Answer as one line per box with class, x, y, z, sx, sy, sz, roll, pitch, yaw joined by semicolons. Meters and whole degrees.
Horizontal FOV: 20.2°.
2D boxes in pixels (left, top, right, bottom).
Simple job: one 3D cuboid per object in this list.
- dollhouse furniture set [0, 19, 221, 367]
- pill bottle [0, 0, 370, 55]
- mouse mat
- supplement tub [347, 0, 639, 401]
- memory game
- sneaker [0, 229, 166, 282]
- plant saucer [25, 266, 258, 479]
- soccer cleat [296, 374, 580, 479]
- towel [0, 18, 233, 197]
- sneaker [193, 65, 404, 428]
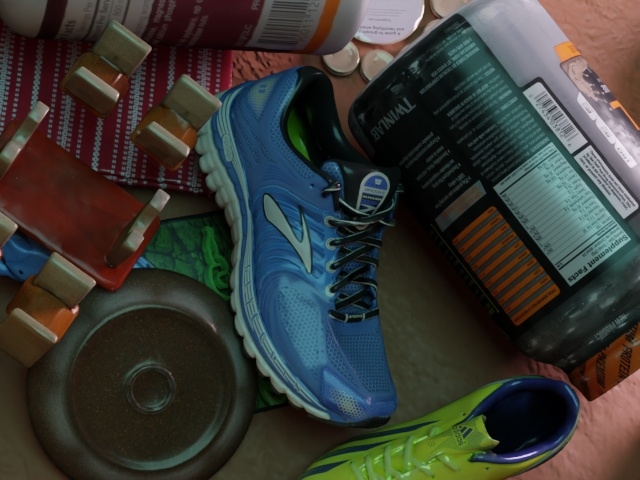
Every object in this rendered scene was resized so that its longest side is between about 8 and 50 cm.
dollhouse furniture set;-0.253;-0.061;1.472;0.259;0.135;0.262;36;61;-8
pill bottle;-0.163;-0.279;1.546;0.392;0.224;0.224;2;70;-18
mouse mat;-0.079;0.062;1.590;0.153;0.007;0.189;-11;75;-19
supplement tub;0.198;-0.039;1.592;0.207;0.207;0.338;-34;83;-23
memory game;0.052;-0.232;1.728;0.186;0.012;0.186;5;70;-14
sneaker;-0.225;0.017;1.536;0.209;0.069;0.082;30;72;-1
plant saucer;-0.144;0.122;1.497;0.199;0.036;0.198;-1;93;-16
soccer cleat;0.092;0.186;1.528;0.289;0.121;0.093;-22;78;-21
towel;-0.216;-0.144;1.614;0.275;0.031;0.199;8;67;-14
sneaker;0.000;0.000;1.531;0.130;0.147;0.330;-1;68;-52
